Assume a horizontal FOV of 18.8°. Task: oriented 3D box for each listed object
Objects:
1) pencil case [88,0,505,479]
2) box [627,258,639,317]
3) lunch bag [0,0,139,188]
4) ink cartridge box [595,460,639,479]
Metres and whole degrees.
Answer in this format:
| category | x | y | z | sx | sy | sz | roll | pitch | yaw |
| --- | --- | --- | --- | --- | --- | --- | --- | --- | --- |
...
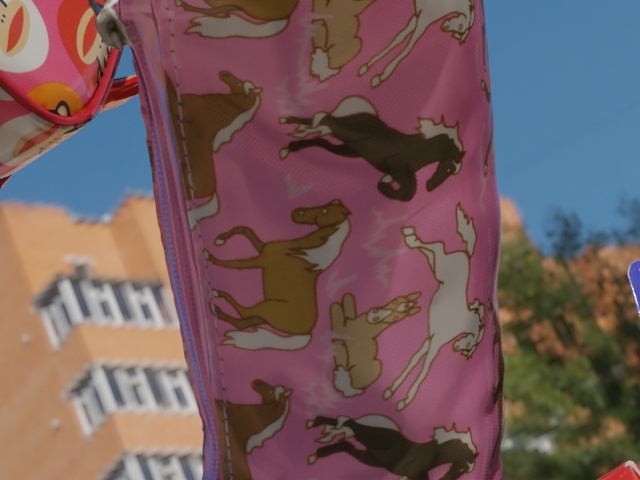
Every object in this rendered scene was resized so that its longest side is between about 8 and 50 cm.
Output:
| category | x | y | z | sx | sy | sz | roll | pitch | yaw |
| --- | --- | --- | --- | --- | --- | --- | --- | --- | --- |
| pencil case | 0.000 | 0.000 | 0.899 | 0.167 | 0.160 | 0.386 | 0 | -57 | 12 |
| box | 0.239 | 0.034 | 1.080 | 0.136 | 0.081 | 0.028 | 4 | -36 | -25 |
| lunch bag | -0.185 | -0.170 | 1.018 | 0.258 | 0.293 | 0.120 | 38 | -52 | -24 |
| ink cartridge box | 0.075 | 0.145 | 0.678 | 0.231 | 0.078 | 0.134 | -33 | -13 | 6 |
